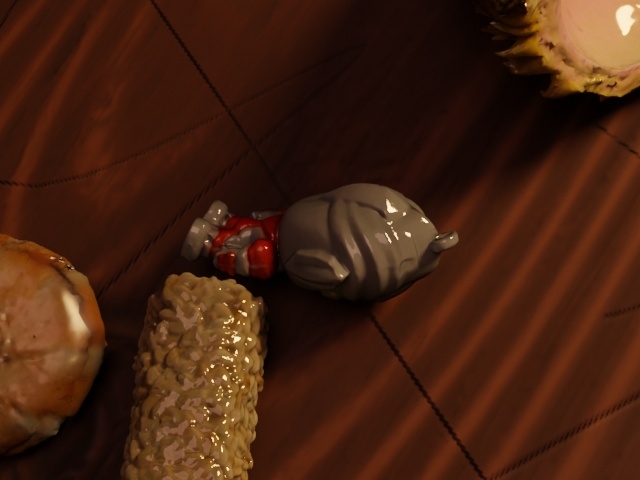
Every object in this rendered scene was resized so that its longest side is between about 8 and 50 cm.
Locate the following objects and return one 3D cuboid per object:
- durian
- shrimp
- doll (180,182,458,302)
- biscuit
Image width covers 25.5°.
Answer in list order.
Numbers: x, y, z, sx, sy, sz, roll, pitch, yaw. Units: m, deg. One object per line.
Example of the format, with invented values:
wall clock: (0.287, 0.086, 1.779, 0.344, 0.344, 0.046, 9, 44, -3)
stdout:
durian: (0.172, -0.223, 0.878, 0.195, 0.185, 0.305, 28, 72, 43)
shrimp: (-0.276, 0.062, 0.928, 0.287, 0.063, 0.152, 8, 82, 17)
doll: (0.000, 0.000, 0.868, 0.180, 0.079, 0.094, 3, 26, 23)
biscuit: (-0.079, 0.104, 0.847, 0.082, 0.070, 0.168, 4, 66, 8)
